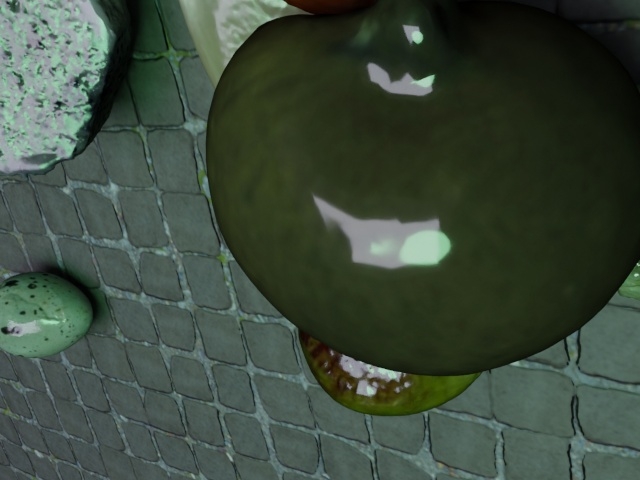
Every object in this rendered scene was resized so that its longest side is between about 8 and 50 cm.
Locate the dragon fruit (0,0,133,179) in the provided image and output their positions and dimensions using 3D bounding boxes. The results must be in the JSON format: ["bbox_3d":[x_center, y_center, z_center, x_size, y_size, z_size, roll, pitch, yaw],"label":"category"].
[{"bbox_3d":[-0.318,-0.210,0.790,0.221,0.204,0.282,25,108,-12],"label":"dragon fruit"}]

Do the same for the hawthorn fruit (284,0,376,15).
[{"bbox_3d":[0.050,-0.297,0.444,0.276,0.276,0.307,14,95,29],"label":"hawthorn fruit"}]

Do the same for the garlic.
[{"bbox_3d":[-0.026,-0.158,0.660,0.143,0.112,0.318,-19,103,18],"label":"garlic"}]

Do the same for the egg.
[{"bbox_3d":[-0.410,0.107,1.076,0.164,0.131,0.131,-9,110,25],"label":"egg"}]

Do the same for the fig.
[{"bbox_3d":[0.068,0.082,0.703,0.181,0.181,0.191,44,156,6],"label":"fig"}]

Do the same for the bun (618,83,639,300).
[{"bbox_3d":[0.286,-0.016,0.524,0.221,0.108,0.221,17,124,27],"label":"bun"}]

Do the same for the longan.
[{"bbox_3d":[0.063,-0.039,0.491,0.300,0.243,0.300,7,145,5],"label":"longan"}]
